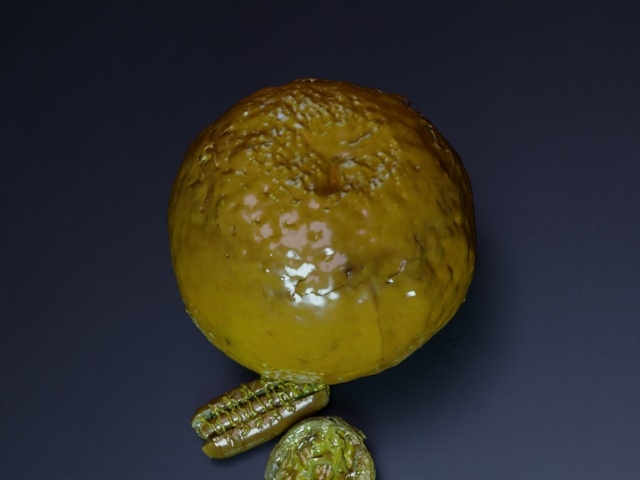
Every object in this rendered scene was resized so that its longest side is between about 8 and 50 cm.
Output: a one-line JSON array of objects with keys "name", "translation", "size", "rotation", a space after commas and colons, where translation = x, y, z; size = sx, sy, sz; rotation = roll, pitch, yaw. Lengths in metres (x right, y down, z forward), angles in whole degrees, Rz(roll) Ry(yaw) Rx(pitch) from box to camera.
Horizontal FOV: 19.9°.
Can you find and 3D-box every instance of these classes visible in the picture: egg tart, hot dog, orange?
[{"name": "egg tart", "translation": [0.002, 0.257, 2.007], "size": [0.128, 0.049, 0.129], "rotation": [-6, 69, 15]}, {"name": "hot dog", "translation": [-0.064, 0.189, 2.054], "size": [0.165, 0.045, 0.071], "rotation": [-26, 62, 0]}, {"name": "orange", "translation": [0.000, 0.000, 1.989], "size": [0.340, 0.293, 0.341], "rotation": [2, 53, -3]}]
